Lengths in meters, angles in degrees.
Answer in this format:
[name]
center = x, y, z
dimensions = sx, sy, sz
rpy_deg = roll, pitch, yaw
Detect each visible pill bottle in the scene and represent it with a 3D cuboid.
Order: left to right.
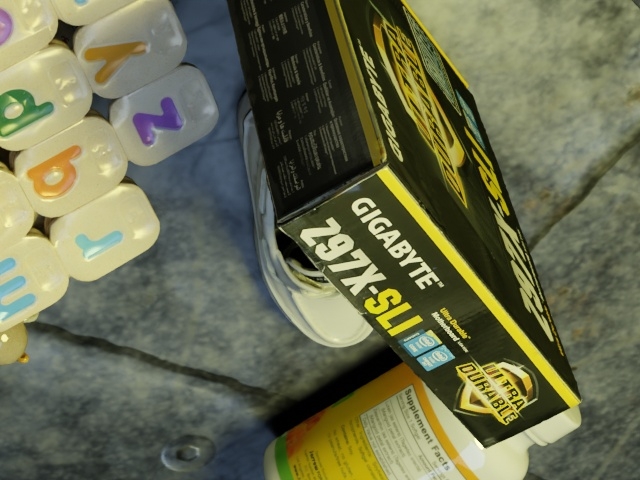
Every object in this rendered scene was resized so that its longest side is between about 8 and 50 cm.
[pill bottle]
center = 0.087, 0.170, 1.502
dimensions = 0.245, 0.136, 0.136
rpy_deg = -32, 132, 15

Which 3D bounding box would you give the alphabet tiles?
[alphabet tiles]
center = -0.210, -0.075, 1.120
dimensions = 0.278, 0.021, 0.284
rpy_deg = -31, 128, -10

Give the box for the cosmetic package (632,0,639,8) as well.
[cosmetic package]
center = 0.171, -0.355, 0.899
dimensions = 0.230, 0.161, 0.453
rpy_deg = -30, 124, 1

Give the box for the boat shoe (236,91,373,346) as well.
[boat shoe]
center = 0.000, 0.000, 1.355
dimensions = 0.096, 0.088, 0.268
rpy_deg = -12, 134, -3

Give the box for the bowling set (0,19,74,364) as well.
[bowling set]
center = -0.250, -0.066, 1.185
dimensions = 0.200, 0.154, 0.287
rpy_deg = -40, 130, 22

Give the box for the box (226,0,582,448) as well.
[box]
center = 0.044, -0.060, 1.150
dimensions = 0.079, 0.322, 0.257
rpy_deg = -28, 132, 14
